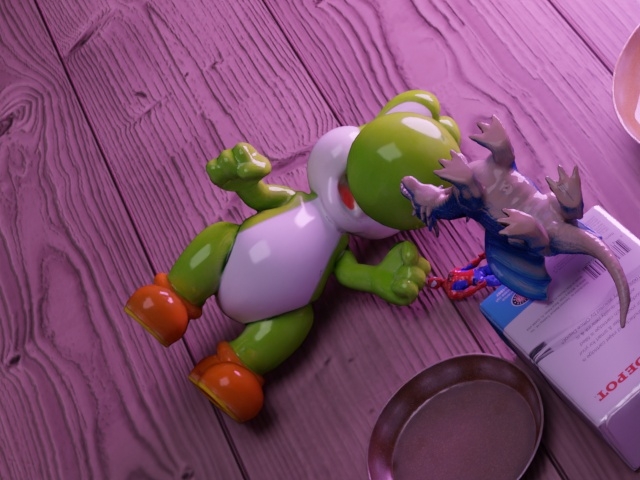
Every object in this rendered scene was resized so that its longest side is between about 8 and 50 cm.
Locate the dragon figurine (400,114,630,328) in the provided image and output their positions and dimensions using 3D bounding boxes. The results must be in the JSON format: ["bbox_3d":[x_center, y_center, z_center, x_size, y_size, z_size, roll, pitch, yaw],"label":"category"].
[{"bbox_3d":[0.177,-0.010,1.524,0.085,0.144,0.289,-46,57,-11],"label":"dragon figurine"}]

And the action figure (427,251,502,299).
[{"bbox_3d":[0.151,0.032,1.669,0.115,0.030,0.038,-12,54,29],"label":"action figure"}]

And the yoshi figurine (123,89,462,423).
[{"bbox_3d":[-0.001,-0.007,1.697,0.362,0.203,0.203,-44,51,-9],"label":"yoshi figurine"}]

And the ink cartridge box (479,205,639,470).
[{"bbox_3d":[0.246,0.078,1.521,0.139,0.082,0.191,-40,42,-2],"label":"ink cartridge box"}]

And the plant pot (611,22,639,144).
[{"bbox_3d":[0.384,-0.159,1.667,0.236,0.032,0.236,-19,47,21],"label":"plant pot"}]

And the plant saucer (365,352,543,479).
[{"bbox_3d":[0.119,0.175,1.567,0.168,0.029,0.168,-18,46,20],"label":"plant saucer"}]
